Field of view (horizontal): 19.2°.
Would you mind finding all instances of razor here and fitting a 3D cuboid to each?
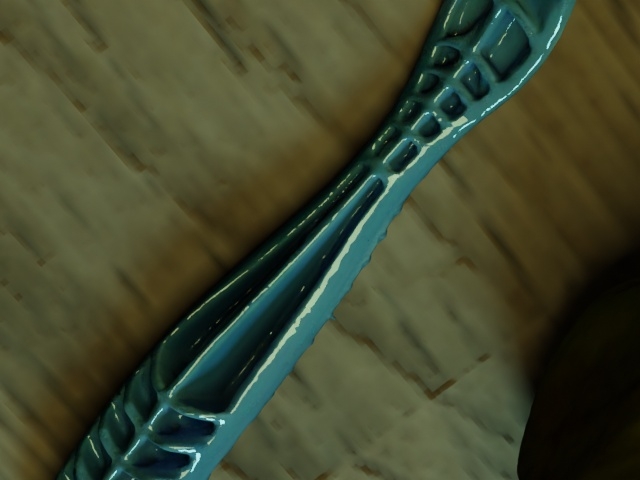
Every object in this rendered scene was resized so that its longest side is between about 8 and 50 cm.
[{"bbox_3d":[0.000,0.000,0.515,0.082,0.042,0.253,43,104,24],"label":"razor"}]

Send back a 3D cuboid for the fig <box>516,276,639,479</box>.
[{"bbox_3d":[0.127,0.063,0.495,0.154,0.166,0.144,-28,76,-26],"label":"fig"}]
